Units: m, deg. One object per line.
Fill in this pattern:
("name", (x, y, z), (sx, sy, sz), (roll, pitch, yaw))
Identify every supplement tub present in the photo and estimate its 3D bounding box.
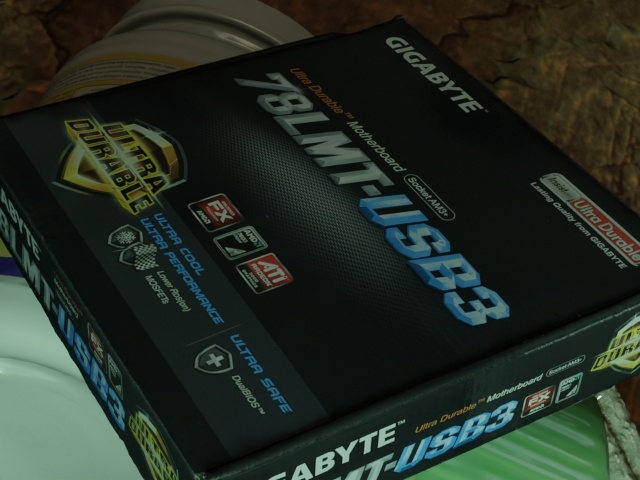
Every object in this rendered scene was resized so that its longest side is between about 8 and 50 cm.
("supplement tub", (-0.118, 0.006, 0.954), (0.241, 0.241, 0.331), (22, 53, 1))

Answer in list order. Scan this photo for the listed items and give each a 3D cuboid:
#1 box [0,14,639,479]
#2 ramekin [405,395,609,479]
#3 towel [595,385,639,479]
("box", (0.000, 0.000, 0.748), (0.293, 0.073, 0.295), (-19, 46, -23))
("ramekin", (0.051, 0.185, 0.842), (0.148, 0.303, 0.303), (22, 52, -8))
("towel", (0.200, 0.220, 0.920), (0.049, 0.187, 0.282), (-12, 60, -19))
